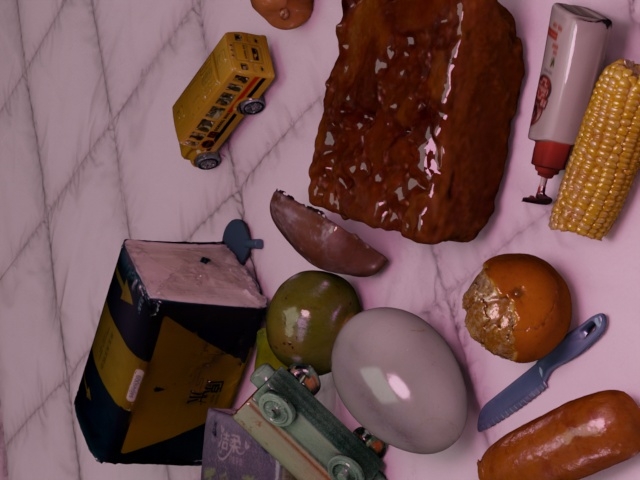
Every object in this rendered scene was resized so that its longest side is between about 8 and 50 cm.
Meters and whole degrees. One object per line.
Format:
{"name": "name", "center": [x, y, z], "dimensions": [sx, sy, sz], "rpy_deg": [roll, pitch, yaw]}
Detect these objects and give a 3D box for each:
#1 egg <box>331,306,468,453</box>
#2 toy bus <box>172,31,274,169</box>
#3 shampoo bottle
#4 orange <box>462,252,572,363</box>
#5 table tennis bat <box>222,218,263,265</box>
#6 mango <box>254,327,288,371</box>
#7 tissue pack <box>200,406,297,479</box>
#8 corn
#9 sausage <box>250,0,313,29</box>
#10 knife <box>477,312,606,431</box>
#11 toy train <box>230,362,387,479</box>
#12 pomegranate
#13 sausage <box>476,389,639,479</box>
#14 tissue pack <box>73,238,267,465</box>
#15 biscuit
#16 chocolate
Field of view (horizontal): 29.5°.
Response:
{"name": "egg", "center": [0.122, 0.214, 1.849], "dimensions": [0.264, 0.183, 0.183], "rpy_deg": [52, 128, 39]}
{"name": "toy bus", "center": [-0.211, -0.279, 2.470], "dimensions": [0.335, 0.123, 0.121], "rpy_deg": [-45, 50, 45]}
{"name": "shampoo bottle", "center": [0.326, -0.177, 1.670], "dimensions": [0.153, 0.071, 0.284], "rpy_deg": [-101, 22, -73]}
{"name": "orange", "center": [0.271, 0.096, 1.678], "dimensions": [0.134, 0.156, 0.156], "rpy_deg": [63, -174, -58]}
{"name": "table tennis bat", "center": [-0.160, 0.006, 2.454], "dimensions": [0.155, 0.019, 0.100], "rpy_deg": [-2, 86, 58]}
{"name": "mango", "center": [-0.079, 0.229, 2.239], "dimensions": [0.074, 0.091, 0.165], "rpy_deg": [121, 139, -50]}
{"name": "tissue pack", "center": [-0.116, 0.513, 2.229], "dimensions": [0.288, 0.124, 0.394], "rpy_deg": [-1, 85, 55]}
{"name": "corn", "center": [0.374, -0.114, 1.587], "dimensions": [0.093, 0.093, 0.244], "rpy_deg": [46, 127, 49]}
{"name": "sausage", "center": [-0.091, -0.505, 2.315], "dimensions": [0.120, 0.136, 0.241], "rpy_deg": [-48, 53, 34]}
{"name": "knife", "center": [0.309, 0.193, 1.723], "dimensions": [0.313, 0.019, 0.044], "rpy_deg": [-50, 50, 44]}
{"name": "toy train", "center": [-0.022, 0.331, 2.025], "dimensions": [0.285, 0.116, 0.177], "rpy_deg": [42, 132, 0]}
{"name": "pomegranate", "center": [0.007, 0.133, 2.055], "dimensions": [0.210, 0.179, 0.179], "rpy_deg": [-21, 68, 37]}
{"name": "sausage", "center": [0.317, 0.276, 1.619], "dimensions": [0.270, 0.109, 0.109], "rpy_deg": [-38, 55, 45]}
{"name": "tissue pack", "center": [-0.304, 0.222, 2.419], "dimensions": [0.253, 0.264, 0.416], "rpy_deg": [52, 129, 49]}
{"name": "biscuit", "center": [0.146, -0.203, 1.878], "dimensions": [0.343, 0.166, 0.395], "rpy_deg": [24, 104, 57]}
{"name": "chocolate", "center": [-0.001, 0.000, 2.074], "dimensions": [0.083, 0.161, 0.261], "rpy_deg": [-57, 33, -1]}
